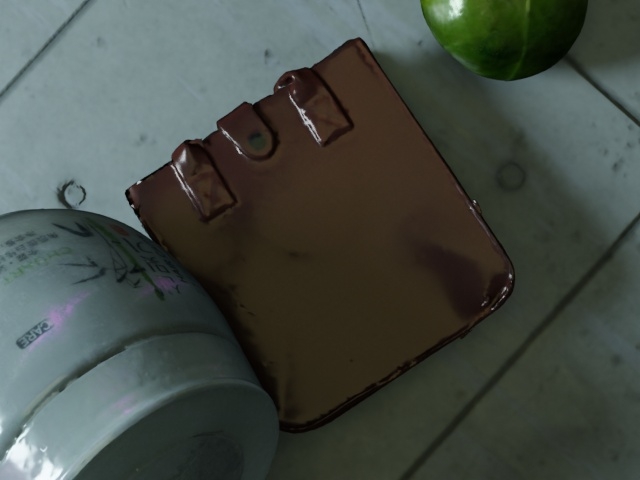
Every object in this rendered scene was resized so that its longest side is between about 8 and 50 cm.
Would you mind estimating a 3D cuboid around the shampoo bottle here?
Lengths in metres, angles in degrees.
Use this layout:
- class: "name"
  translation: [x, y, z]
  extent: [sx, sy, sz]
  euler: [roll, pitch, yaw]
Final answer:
- class: "shampoo bottle"
  translation: [-0.191, 0.129, 1.074]
  extent: [0.266, 0.273, 0.273]
  euler: [39, 89, 33]

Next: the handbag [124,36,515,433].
- class: "handbag"
  translation: [0.000, 0.000, 1.191]
  extent: [0.260, 0.084, 0.275]
  euler: [-33, 85, 3]

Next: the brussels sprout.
- class: "brussels sprout"
  translation: [0.154, -0.212, 1.177]
  extent: [0.155, 0.117, 0.155]
  euler: [4, 70, -11]
